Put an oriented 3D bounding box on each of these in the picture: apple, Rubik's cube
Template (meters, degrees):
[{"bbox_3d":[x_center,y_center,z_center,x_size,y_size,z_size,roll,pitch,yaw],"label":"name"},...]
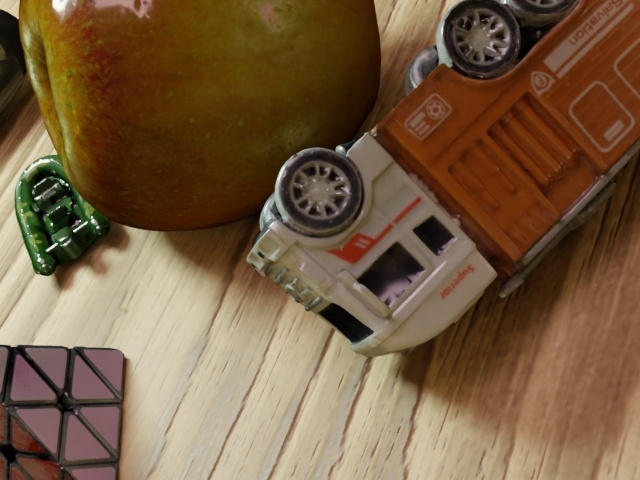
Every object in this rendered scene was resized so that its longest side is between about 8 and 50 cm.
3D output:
[{"bbox_3d":[-0.122,-0.192,1.330,0.374,0.374,0.384,-46,7,-14],"label":"apple"},{"bbox_3d":[-0.226,0.174,1.237,0.190,0.211,0.178,32,46,17],"label":"Rubik's cube"}]

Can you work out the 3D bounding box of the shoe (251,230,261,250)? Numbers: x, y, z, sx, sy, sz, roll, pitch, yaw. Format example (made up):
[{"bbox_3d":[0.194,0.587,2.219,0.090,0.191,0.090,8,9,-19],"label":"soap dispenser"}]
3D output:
[{"bbox_3d":[0.000,0.000,1.223,0.195,0.078,0.079,8,54,45],"label":"shoe"}]

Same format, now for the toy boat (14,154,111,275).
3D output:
[{"bbox_3d":[-0.304,-0.034,1.499,0.104,0.052,0.210,-37,39,2],"label":"toy boat"}]

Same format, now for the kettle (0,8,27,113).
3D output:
[{"bbox_3d":[-0.508,-0.204,1.746,0.271,0.251,0.207,-36,68,-13],"label":"kettle"}]

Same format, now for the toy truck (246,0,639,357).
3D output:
[{"bbox_3d":[0.129,-0.067,1.095,0.387,0.207,0.173,-44,-1,-10],"label":"toy truck"}]
